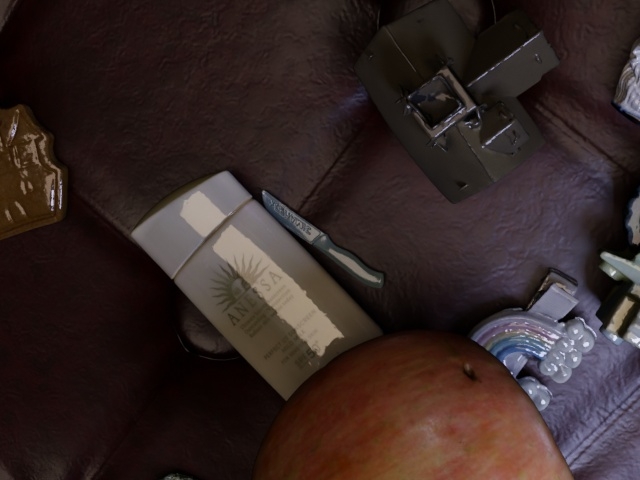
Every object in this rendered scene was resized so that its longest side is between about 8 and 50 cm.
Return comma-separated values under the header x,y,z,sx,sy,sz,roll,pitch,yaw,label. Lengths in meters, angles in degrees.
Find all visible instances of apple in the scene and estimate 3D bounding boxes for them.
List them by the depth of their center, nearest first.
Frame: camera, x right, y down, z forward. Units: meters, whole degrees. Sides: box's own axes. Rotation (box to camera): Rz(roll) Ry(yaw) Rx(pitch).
x,y,z,sx,sy,sz,roll,pitch,yaw,label
0.100,0.308,0.882,0.346,0.391,0.391,-30,92,-2,apple

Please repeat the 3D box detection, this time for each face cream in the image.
x,y,z,sx,sy,sz,roll,pitch,yaw,label
-0.090,0.058,1.041,0.173,0.081,0.348,-44,88,17,face cream

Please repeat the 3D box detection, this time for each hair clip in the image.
x,y,z,sx,sy,sz,roll,pitch,yaw,label
0.261,0.143,0.990,0.140,0.054,0.220,30,110,2,hair clip

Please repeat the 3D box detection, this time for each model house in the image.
x,y,z,sx,sy,sz,roll,pitch,yaw,label
0.159,-0.169,0.850,0.204,0.243,0.211,-36,90,18,model house

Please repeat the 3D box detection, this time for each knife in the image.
x,y,z,sx,sy,sz,roll,pitch,yaw,label
0.000,0.000,1.043,0.210,0.015,0.028,35,113,6,knife

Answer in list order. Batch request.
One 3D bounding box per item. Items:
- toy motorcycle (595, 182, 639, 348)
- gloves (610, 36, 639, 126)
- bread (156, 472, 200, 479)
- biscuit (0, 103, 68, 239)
x,y,z,sx,sy,sz,roll,pitch,yaw,label
0.497,0.102,0.862,0.410,0.168,0.237,38,101,10,toy motorcycle
0.420,-0.231,0.860,0.119,0.097,0.229,21,102,-22,gloves
-0.155,0.480,1.150,0.286,0.056,0.207,25,102,9,bread
-0.469,-0.116,1.129,0.182,0.034,0.215,-16,96,16,biscuit
